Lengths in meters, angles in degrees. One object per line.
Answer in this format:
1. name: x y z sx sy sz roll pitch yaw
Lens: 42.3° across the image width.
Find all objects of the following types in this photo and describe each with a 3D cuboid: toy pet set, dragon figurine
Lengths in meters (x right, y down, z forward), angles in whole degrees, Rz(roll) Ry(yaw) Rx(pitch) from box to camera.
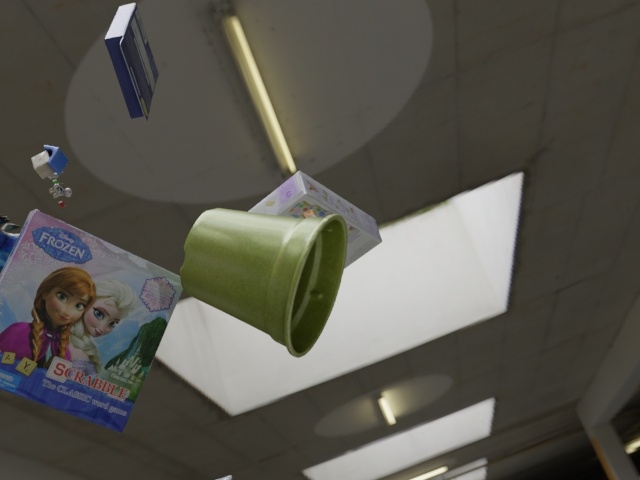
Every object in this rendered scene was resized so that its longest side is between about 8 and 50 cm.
1. toy pet set: -0.564 -0.153 1.779 0.065 0.122 0.114 -28 -39 -3
2. dragon figurine: -0.671 0.029 1.779 0.289 0.144 0.085 16 -16 2

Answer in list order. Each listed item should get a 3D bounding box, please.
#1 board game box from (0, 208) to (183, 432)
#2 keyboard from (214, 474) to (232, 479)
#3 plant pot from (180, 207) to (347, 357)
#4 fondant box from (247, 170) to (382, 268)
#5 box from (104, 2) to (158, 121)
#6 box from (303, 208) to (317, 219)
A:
1. board game box: -0.453 0.152 1.535 0.318 0.318 0.066 27 -16 -25
2. keyboard: -0.200 0.512 1.400 0.072 0.256 0.014 -29 -61 25
3. plant pot: -0.116 0.054 1.576 0.254 0.276 0.276 15 -19 18
4. fondant box: -0.024 -0.027 2.289 0.238 0.096 0.330 -36 -43 25
5. box: -0.310 -0.293 1.364 0.036 0.225 0.136 -13 -59 1
6. box: 0.000 0.000 1.846 0.028 0.081 0.136 -29 -33 -6
